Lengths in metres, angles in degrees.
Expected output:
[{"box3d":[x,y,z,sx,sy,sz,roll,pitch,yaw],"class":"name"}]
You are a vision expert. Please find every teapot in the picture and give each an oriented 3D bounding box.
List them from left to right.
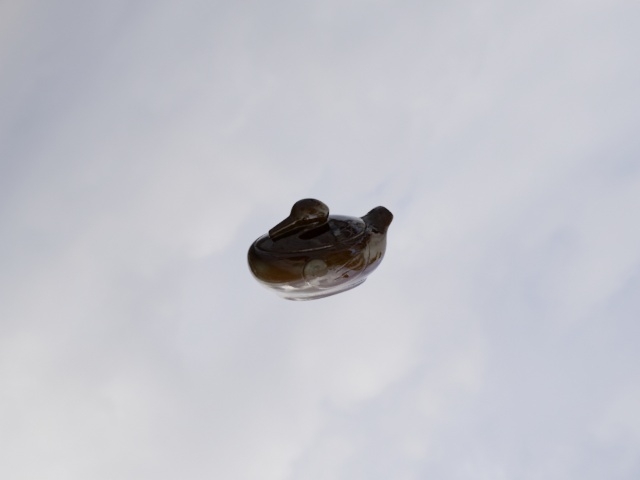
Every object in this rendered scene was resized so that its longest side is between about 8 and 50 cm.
[{"box3d":[0.000,0.000,0.866,0.129,0.078,0.098,-14,-160,-18],"class":"teapot"}]
